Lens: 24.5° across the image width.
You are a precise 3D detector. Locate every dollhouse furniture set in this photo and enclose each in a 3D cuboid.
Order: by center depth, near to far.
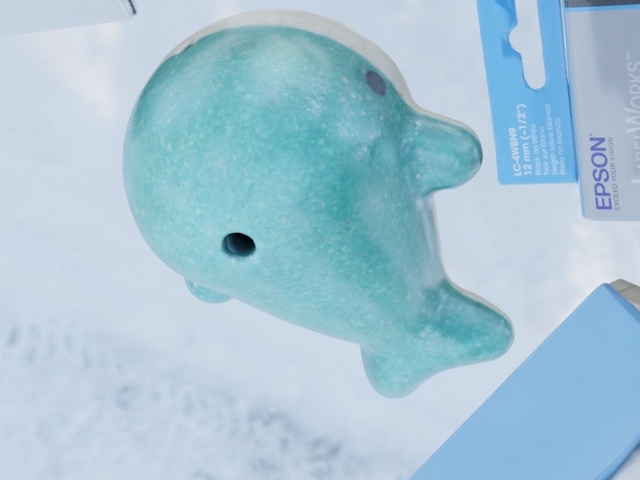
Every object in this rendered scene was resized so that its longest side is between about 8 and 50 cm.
[{"bbox_3d":[0.228,0.082,0.703,0.198,0.303,0.286,47,21,14],"label":"dollhouse furniture set"}]

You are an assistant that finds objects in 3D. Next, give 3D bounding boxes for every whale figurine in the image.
[{"bbox_3d":[0.000,0.000,0.860,0.272,0.216,0.141,53,31,-22],"label":"whale figurine"}]

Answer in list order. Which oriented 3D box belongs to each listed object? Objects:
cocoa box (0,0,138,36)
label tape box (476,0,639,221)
[{"bbox_3d":[-0.328,-0.288,1.068,0.228,0.347,0.231,74,10,-65],"label":"cocoa box"},{"bbox_3d":[0.254,-0.142,1.068,0.115,0.348,0.249,-32,118,-55],"label":"label tape box"}]
